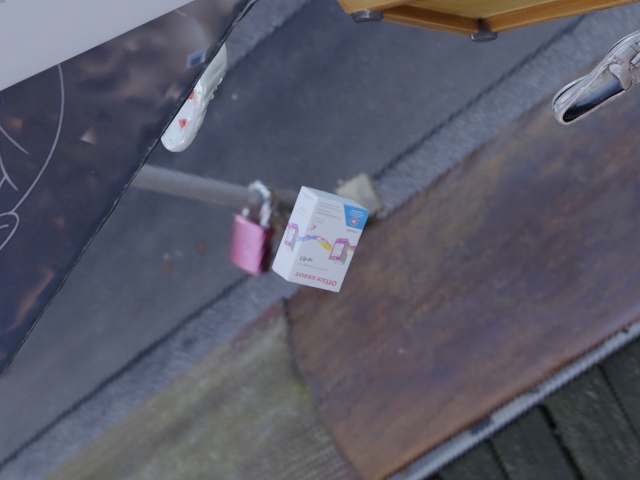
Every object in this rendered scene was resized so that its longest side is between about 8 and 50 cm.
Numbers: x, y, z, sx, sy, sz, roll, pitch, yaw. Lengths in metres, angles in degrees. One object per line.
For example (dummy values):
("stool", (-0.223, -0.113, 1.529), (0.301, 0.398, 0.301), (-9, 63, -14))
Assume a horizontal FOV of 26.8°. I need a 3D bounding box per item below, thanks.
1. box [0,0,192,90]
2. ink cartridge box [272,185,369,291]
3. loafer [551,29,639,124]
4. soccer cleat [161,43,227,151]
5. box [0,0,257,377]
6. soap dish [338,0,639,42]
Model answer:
("box", (-0.144, -0.271, 0.615), (0.215, 0.168, 0.345), (-21, 60, 22))
("ink cartridge box", (0.000, 0.000, 1.794), (0.052, 0.088, 0.122), (38, 110, 55))
("loafer", (0.275, -0.150, 1.270), (0.125, 0.045, 0.039), (-38, 17, 21))
("soccer cleat", (-0.144, -0.188, 1.584), (0.068, 0.076, 0.196), (-11, 62, 34))
("box", (-0.361, -0.166, 0.945), (0.472, 0.480, 0.297), (-52, 24, 24))
("soap dish", (0.162, -0.231, 0.988), (0.291, 0.229, 0.118), (-7, 87, 38))
